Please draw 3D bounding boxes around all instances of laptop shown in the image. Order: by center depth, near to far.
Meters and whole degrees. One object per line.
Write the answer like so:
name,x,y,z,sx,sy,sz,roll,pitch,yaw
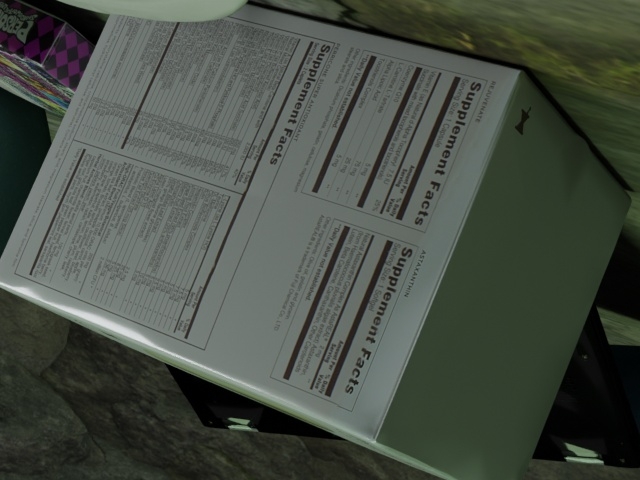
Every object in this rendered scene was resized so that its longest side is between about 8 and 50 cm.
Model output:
laptop,0.086,0.041,1.195,0.382,0.236,0.408,1,137,29

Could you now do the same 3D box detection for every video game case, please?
video game case,-0.228,-0.142,1.110,0.210,0.042,0.232,26,175,22

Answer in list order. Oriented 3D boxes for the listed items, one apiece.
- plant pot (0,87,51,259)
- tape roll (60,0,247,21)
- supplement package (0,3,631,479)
plant pot,-0.357,-0.091,1.330,0.290,0.195,0.290,23,174,3
tape roll,-0.129,-0.164,0.396,0.286,0.100,0.286,23,174,3
supplement package,0.000,0.000,0.849,0.263,0.198,0.199,18,172,32
